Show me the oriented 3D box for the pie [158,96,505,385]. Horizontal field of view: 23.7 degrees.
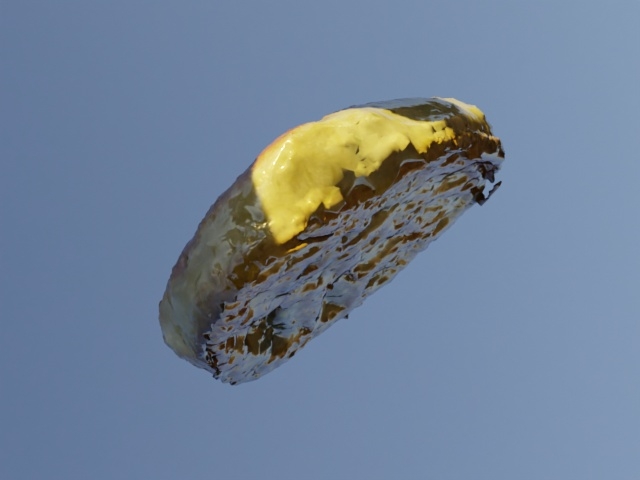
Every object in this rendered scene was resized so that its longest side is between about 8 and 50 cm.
[{"bbox_3d":[0.000,0.000,1.143,0.092,0.315,0.315,49,-151,15],"label":"pie"}]
